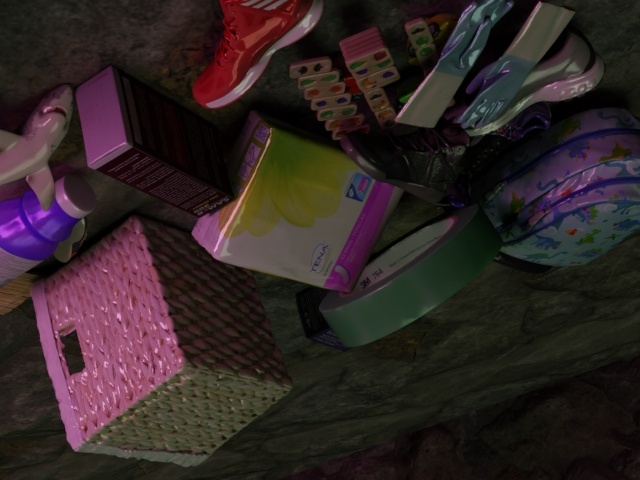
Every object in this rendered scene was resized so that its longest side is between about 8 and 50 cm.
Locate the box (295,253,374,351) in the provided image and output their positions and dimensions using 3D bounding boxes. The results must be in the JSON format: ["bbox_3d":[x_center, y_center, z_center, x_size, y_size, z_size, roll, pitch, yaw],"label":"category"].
[{"bbox_3d":[0.080,0.132,2.199,0.207,0.108,0.153,-29,151,25],"label":"box"}]

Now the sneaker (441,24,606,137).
[{"bbox_3d":[0.288,-0.245,1.615,0.272,0.100,0.108,-23,128,22],"label":"sneaker"}]

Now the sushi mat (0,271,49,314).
[{"bbox_3d":[-0.622,0.069,1.765,0.151,0.019,0.317,-35,149,30],"label":"sushi mat"}]

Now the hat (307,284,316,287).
[{"bbox_3d":[0.000,0.000,1.866,0.331,0.133,0.331,-14,154,-7],"label":"hat"}]

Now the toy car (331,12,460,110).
[{"bbox_3d":[0.122,-0.240,1.552,0.239,0.053,0.225,-23,154,14],"label":"toy car"}]

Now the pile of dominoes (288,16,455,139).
[{"bbox_3d":[0.081,-0.206,1.486,0.196,0.040,0.251,-21,154,9],"label":"pile of dominoes"}]

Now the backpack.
[{"bbox_3d":[0.438,-0.084,1.864,0.290,0.273,0.355,16,128,-36],"label":"backpack"}]

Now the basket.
[{"bbox_3d":[-0.266,0.178,1.825,0.266,0.328,0.331,-35,149,21],"label":"basket"}]

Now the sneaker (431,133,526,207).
[{"bbox_3d":[0.258,-0.121,1.788,0.217,0.121,0.079,-19,155,5],"label":"sneaker"}]

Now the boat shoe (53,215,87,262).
[{"bbox_3d":[-0.397,-0.016,1.706,0.043,0.049,0.137,-51,176,-40],"label":"boat shoe"}]

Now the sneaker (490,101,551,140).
[{"bbox_3d":[0.296,-0.193,1.726,0.170,0.071,0.068,-14,154,-5],"label":"sneaker"}]

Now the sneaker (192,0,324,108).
[{"bbox_3d":[-0.113,-0.269,1.348,0.221,0.087,0.128,-42,138,20],"label":"sneaker"}]

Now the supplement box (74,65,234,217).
[{"bbox_3d":[-0.227,-0.132,1.474,0.073,0.130,0.239,-28,151,23],"label":"supplement box"}]

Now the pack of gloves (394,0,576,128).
[{"bbox_3d":[0.224,-0.258,1.499,0.195,0.046,0.232,4,132,-40],"label":"pack of gloves"}]

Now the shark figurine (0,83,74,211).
[{"bbox_3d":[-0.464,-0.114,1.417,0.278,0.116,0.166,-15,121,-21],"label":"shark figurine"}]

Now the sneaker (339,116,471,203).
[{"bbox_3d":[0.136,-0.141,1.587,0.228,0.087,0.130,19,122,-38],"label":"sneaker"}]

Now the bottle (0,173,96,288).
[{"bbox_3d":[-0.465,-0.008,1.621,0.283,0.092,0.118,-30,152,26],"label":"bottle"}]

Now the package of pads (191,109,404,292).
[{"bbox_3d":[-0.030,-0.051,1.650,0.297,0.101,0.229,17,106,-38],"label":"package of pads"}]

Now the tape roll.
[{"bbox_3d":[0.149,0.055,1.774,0.321,0.077,0.321,-34,-173,5],"label":"tape roll"}]
